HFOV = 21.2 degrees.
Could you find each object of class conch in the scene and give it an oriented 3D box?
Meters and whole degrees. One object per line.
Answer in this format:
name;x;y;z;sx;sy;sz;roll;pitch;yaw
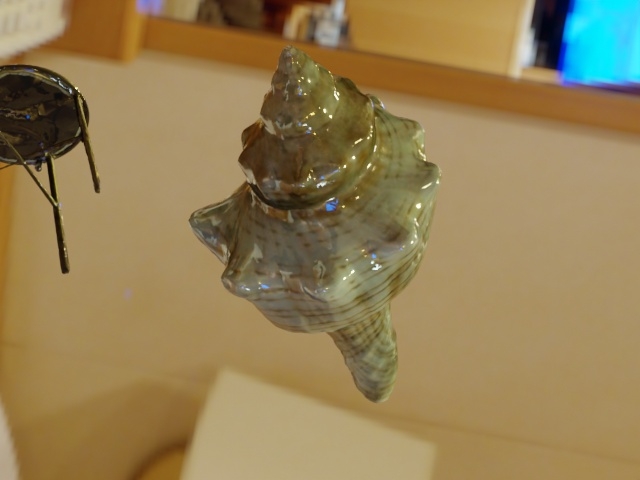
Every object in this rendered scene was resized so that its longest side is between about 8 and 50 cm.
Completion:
conch;-0.007;0.006;1.362;0.169;0.203;0.386;-42;142;-45

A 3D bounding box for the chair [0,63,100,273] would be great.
chair;-0.332;-0.127;1.878;0.325;0.160;0.170;-99;-150;-45
